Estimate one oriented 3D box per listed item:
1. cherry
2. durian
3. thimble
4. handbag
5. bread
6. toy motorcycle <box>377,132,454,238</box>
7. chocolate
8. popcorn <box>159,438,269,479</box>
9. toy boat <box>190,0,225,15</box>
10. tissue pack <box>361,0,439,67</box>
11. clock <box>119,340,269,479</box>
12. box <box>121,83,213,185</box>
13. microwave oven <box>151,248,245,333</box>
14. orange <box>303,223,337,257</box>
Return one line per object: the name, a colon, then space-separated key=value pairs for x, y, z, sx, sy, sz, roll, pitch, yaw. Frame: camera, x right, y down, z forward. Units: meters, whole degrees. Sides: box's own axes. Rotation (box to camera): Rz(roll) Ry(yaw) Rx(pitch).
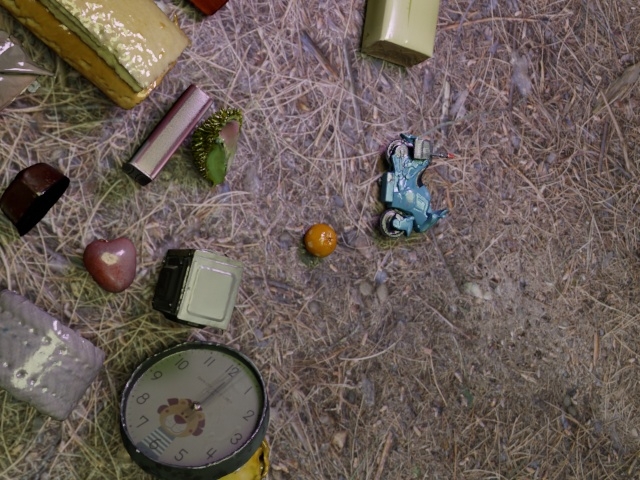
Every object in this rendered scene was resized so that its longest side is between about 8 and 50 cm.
cherry: x=-0.430 y=0.045 z=1.398 sx=0.106 sy=0.087 sz=0.126 roll=-36 pitch=103 yaw=-19
durian: x=-0.230 y=-0.219 z=1.453 sx=0.095 sy=0.221 sz=0.137 roll=20 pitch=67 yaw=-5
thimble: x=-0.543 y=0.214 z=1.273 sx=0.245 sy=0.217 sz=0.157 roll=35 pitch=69 yaw=-6
handbag: x=-0.652 y=-0.367 z=1.270 sx=0.182 sy=0.117 sz=0.270 roll=-46 pitch=105 yaw=-15
bread: x=-0.449 y=-0.460 z=1.334 sx=0.375 sy=0.165 sz=0.237 roll=43 pitch=44 yaw=-19
toy motorcycle: x=0.244 y=-0.136 z=1.732 sx=0.182 sy=0.123 sz=0.272 roll=5 pitch=88 yaw=-17
chocolate: x=-0.574 y=-0.092 z=1.316 sx=0.080 sy=0.125 sz=0.149 roll=38 pitch=77 yaw=-5
popcorn: x=-0.229 y=0.471 z=1.444 sx=0.250 sy=0.190 sz=0.250 roll=12 pitch=73 yaw=-43
toy boat: x=-0.307 y=-0.652 z=1.444 sx=0.332 sy=0.145 sz=0.133 roll=39 pitch=50 yaw=-24
tissue pack: x=0.207 y=-0.583 z=1.710 sx=0.159 sy=0.125 sz=0.234 roll=11 pitch=84 yaw=-27
clock: x=-0.257 y=0.344 z=1.383 sx=0.312 sy=0.312 sz=0.061 roll=-24 pitch=142 yaw=-25
box: x=-0.326 y=-0.224 z=1.437 sx=0.069 sy=0.120 sz=0.224 roll=40 pitch=74 yaw=-18
microwave oven: x=-0.268 y=0.098 z=1.416 sx=0.129 sy=0.205 sz=0.163 roll=20 pitch=80 yaw=-26
orange: x=0.000 y=0.000 z=1.630 sx=0.083 sy=0.070 sz=0.083 roll=2 pitch=87 yaw=-31
